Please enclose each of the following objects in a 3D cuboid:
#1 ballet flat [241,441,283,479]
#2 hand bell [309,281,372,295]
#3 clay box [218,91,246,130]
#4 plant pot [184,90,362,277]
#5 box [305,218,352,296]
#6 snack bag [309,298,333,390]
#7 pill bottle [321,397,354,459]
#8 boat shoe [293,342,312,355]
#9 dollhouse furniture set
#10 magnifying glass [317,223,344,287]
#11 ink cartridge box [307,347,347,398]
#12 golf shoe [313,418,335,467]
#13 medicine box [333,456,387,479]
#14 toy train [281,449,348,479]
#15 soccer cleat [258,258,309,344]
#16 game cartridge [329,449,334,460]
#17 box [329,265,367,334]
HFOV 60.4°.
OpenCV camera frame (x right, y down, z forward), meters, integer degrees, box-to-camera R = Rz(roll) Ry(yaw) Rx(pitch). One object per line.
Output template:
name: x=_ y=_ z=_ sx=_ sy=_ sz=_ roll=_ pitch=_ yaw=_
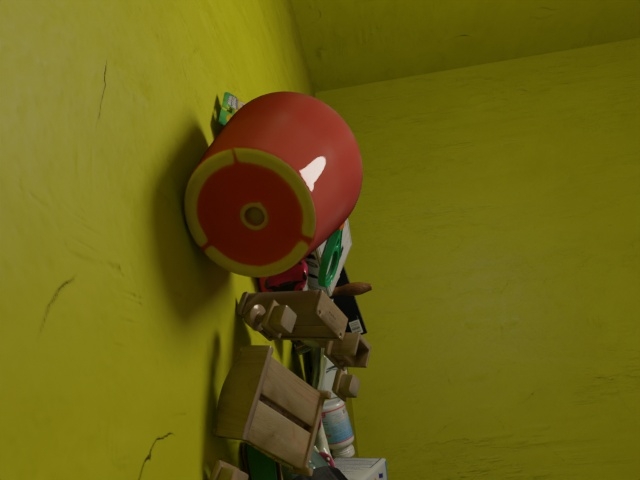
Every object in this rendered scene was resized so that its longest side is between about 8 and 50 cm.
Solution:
ballet flat: x=-0.084 y=0.428 z=0.897 sx=0.073 sy=0.080 sz=0.232 roll=99 pitch=-14 yaw=-69
hand bell: x=0.030 y=0.152 z=1.613 sx=0.126 sy=0.242 sz=0.126 roll=-8 pitch=90 yaw=-84
clay box: x=-0.122 y=-0.193 z=1.112 sx=0.222 sy=0.053 sz=0.127 roll=34 pitch=33 yaw=-28
plant pot: x=-0.077 y=-0.079 z=0.870 sx=0.243 sy=0.275 sz=0.275 roll=-65 pitch=148 yaw=-65
box: x=0.000 y=0.000 z=1.329 sx=0.290 sy=0.087 sz=0.169 roll=73 pitch=36 yaw=-62
snack bag: x=-0.011 y=0.370 z=1.479 sx=0.323 sy=0.037 sz=0.342 roll=-80 pitch=179 yaw=-69
pill bottle: x=0.048 y=0.554 z=1.614 sx=0.087 sy=0.087 sz=0.160 roll=18 pitch=56 yaw=-84
boat shoe: x=-0.053 y=0.266 z=1.576 sx=0.183 sy=0.066 sz=0.066 roll=-77 pitch=143 yaw=-75
dollhouse furniture set: x=-0.081 y=0.273 z=0.930 sx=0.303 sy=0.174 sz=0.355 roll=50 pitch=46 yaw=-42
magnifying glass: x=0.034 y=-0.005 z=1.240 sx=0.092 sy=0.026 sz=0.231 roll=-23 pitch=129 yaw=-69
ink cartridge box: x=0.019 y=0.387 z=1.740 sx=0.153 sy=0.087 sz=0.208 roll=148 pitch=-65 yaw=-71
golf shoe: x=-0.026 y=0.473 z=1.259 sx=0.140 sy=0.115 sz=0.306 roll=30 pitch=53 yaw=-87
medicine box: x=0.074 y=0.708 z=1.374 sx=0.289 sy=0.149 sz=0.263 roll=22 pitch=62 yaw=-67
toy train: x=-0.006 y=0.489 z=0.993 sx=0.334 sy=0.142 sz=0.190 roll=163 pitch=-83 yaw=-76
soccer cleat: x=-0.085 y=0.106 z=1.293 sx=0.143 sy=0.116 sz=0.331 roll=-117 pitch=-168 yaw=-46
game cartridge: x=0.022 y=0.736 z=1.645 sx=0.355 sy=0.068 sz=0.230 roll=-18 pitch=96 yaw=-84
box: x=0.061 y=0.184 z=1.853 sx=0.184 sy=0.103 sz=0.261 roll=-96 pitch=166 yaw=-82
